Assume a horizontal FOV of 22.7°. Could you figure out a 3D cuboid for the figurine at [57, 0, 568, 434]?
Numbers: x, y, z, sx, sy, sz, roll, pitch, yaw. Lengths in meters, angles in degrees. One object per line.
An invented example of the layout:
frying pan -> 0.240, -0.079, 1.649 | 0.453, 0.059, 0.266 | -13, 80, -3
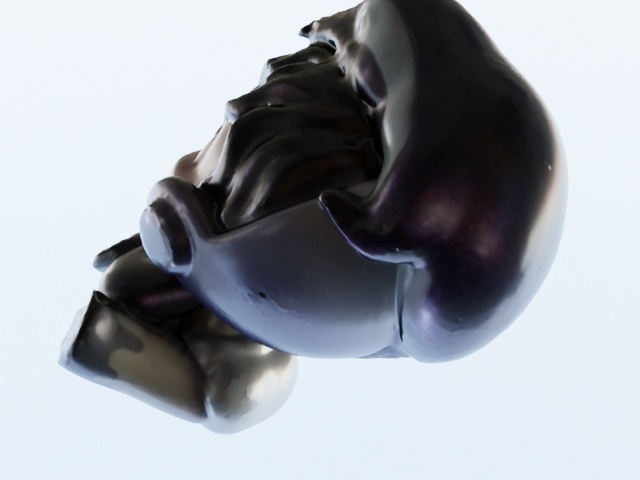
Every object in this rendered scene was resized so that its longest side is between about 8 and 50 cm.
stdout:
figurine -> 0.000, 0.000, 0.636 | 0.145, 0.222, 0.145 | 25, -137, -26
